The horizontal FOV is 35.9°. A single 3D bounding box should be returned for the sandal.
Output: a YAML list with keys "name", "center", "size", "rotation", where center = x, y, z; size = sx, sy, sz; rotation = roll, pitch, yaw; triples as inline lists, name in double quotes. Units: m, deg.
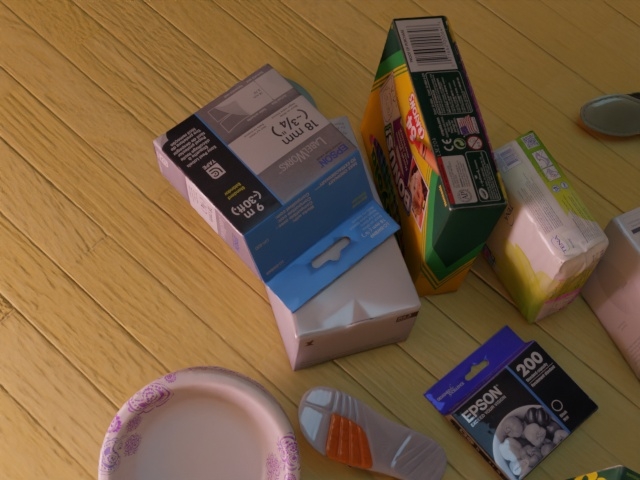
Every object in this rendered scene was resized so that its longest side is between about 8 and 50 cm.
- name: "sandal"
  center: [0.071, 0.319, 1.556]
  size: [0.265, 0.076, 0.102]
  rotation: [28, 70, -15]

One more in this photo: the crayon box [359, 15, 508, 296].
- name: "crayon box"
  center: [0.175, -0.134, 1.660]
  size: [0.106, 0.313, 0.363]
  rotation: [-6, 63, -13]

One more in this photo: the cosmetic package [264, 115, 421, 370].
- name: "cosmetic package"
  center: [0.000, 0.000, 1.664]
  size: [0.217, 0.156, 0.385]
  rotation: [-12, 66, -12]

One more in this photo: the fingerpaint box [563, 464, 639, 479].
- name: "fingerpaint box"
  center: [0.518, 0.576, 1.358]
  size: [0.445, 0.163, 0.371]
  rotation: [27, 62, -8]

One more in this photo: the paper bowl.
- name: "paper bowl"
  center: [-0.172, 0.326, 1.446]
  size: [0.284, 0.148, 0.284]
  rotation: [0, 88, -4]

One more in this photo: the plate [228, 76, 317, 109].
- name: "plate"
  center: [-0.096, -0.240, 1.850]
  size: [0.188, 0.024, 0.188]
  rotation: [3, 61, -5]

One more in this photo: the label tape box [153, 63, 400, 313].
- name: "label tape box"
  center: [-0.064, -0.090, 1.559]
  size: [0.240, 0.106, 0.333]
  rotation: [-38, 71, -19]

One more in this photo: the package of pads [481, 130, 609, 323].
- name: "package of pads"
  center: [0.347, -0.007, 1.623]
  size: [0.101, 0.296, 0.229]
  rotation: [-26, 68, -9]

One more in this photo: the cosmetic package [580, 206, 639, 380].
- name: "cosmetic package"
  center: [0.562, 0.080, 1.642]
  size: [0.138, 0.224, 0.224]
  rotation: [-21, 67, -16]

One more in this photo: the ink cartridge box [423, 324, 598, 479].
- name: "ink cartridge box"
  center: [0.312, 0.262, 1.622]
  size: [0.206, 0.045, 0.208]
  rotation: [-37, 71, -21]

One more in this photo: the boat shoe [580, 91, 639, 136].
- name: "boat shoe"
  center: [0.607, -0.245, 1.909]
  size: [0.228, 0.068, 0.081]
  rotation: [-1, 102, -2]
